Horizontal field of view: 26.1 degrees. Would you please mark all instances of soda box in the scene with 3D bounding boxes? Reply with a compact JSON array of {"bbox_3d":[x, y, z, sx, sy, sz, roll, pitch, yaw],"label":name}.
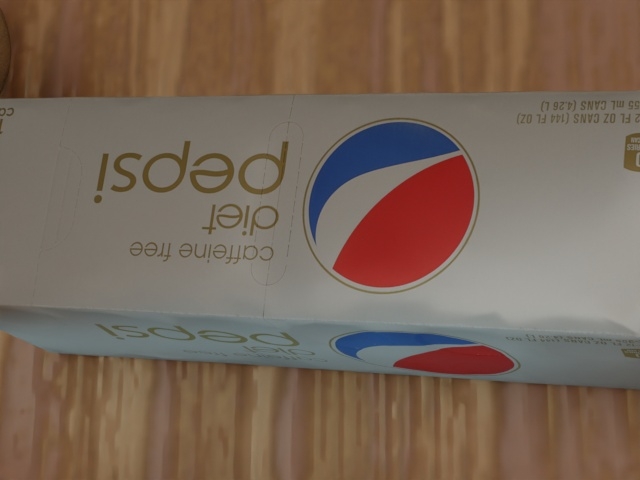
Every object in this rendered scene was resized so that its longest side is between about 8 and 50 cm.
[{"bbox_3d":[0.000,0.000,0.413,0.216,0.074,0.069,1,73,20],"label":"soda box"}]

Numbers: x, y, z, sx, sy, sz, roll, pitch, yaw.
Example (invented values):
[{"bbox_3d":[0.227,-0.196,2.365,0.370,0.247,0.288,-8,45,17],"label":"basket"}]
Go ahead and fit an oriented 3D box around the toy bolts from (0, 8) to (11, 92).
[{"bbox_3d":[-0.221,-0.030,0.415,0.158,0.218,0.228,7,72,40],"label":"toy bolts"}]
